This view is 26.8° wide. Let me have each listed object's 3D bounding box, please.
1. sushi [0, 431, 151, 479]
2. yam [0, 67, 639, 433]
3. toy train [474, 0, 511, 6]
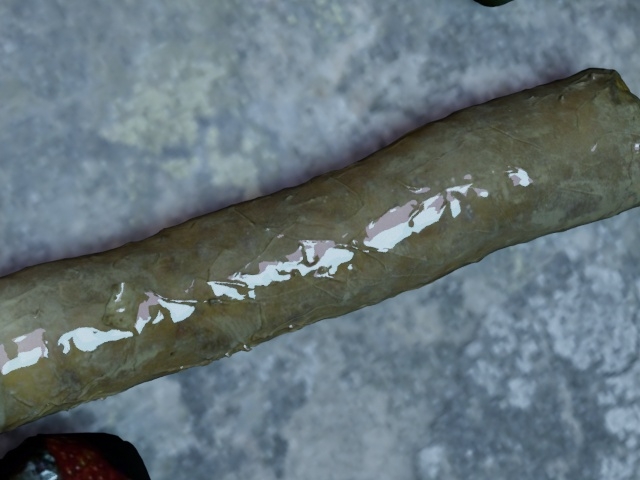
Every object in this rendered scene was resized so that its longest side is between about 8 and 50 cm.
[{"bbox_3d":[-0.125,0.199,0.582,0.126,0.136,0.225,-11,88,-23],"label":"sushi"},{"bbox_3d":[0.000,0.000,0.643,0.357,0.081,0.081,-19,95,-15],"label":"yam"},{"bbox_3d":[0.177,-0.235,0.666,0.296,0.100,0.160,-25,99,-6],"label":"toy train"}]
